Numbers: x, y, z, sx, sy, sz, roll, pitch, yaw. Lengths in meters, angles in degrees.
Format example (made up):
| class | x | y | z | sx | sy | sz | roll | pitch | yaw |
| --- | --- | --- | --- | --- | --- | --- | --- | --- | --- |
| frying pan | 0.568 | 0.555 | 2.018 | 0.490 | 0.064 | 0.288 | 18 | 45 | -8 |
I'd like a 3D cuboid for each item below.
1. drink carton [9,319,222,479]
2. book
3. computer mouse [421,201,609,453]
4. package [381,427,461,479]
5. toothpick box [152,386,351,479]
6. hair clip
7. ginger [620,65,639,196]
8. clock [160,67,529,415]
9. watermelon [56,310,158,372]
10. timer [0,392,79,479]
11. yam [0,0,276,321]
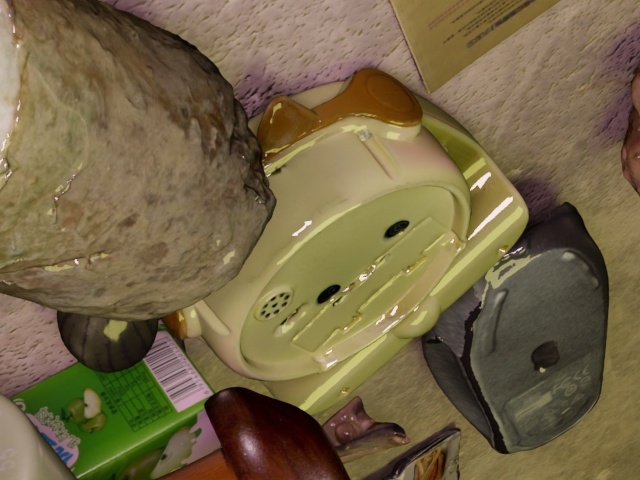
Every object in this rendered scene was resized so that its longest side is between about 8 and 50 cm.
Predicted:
| class | x | y | z | sx | sy | sz | roll | pitch | yaw |
| --- | --- | --- | --- | --- | --- | --- | --- | --- | --- |
| drink carton | -0.209 | 0.194 | 1.497 | 0.271 | 0.108 | 0.161 | -27 | 148 | -17 |
| book | 0.133 | -0.208 | 1.381 | 0.168 | 0.013 | 0.192 | -36 | 153 | -3 |
| computer mouse | 0.199 | 0.084 | 1.802 | 0.203 | 0.114 | 0.374 | -29 | 144 | -11 |
| package | 0.100 | 0.308 | 2.118 | 0.173 | 0.027 | 0.171 | -33 | 152 | -16 |
| toothpick box | -0.111 | 0.245 | 1.383 | 0.294 | 0.192 | 0.192 | -29 | 152 | -5 |
| hair clip | -0.051 | 0.247 | 1.802 | 0.300 | 0.069 | 0.173 | -31 | 152 | 9 |
| ginger | 0.387 | -0.130 | 1.676 | 0.244 | 0.155 | 0.304 | -32 | 161 | -25 |
| clock | 0.000 | 0.000 | 1.432 | 0.286 | 0.117 | 0.348 | -43 | 152 | 9 |
| watermelon | -0.167 | 0.063 | 1.380 | 0.078 | 0.078 | 0.111 | -32 | 153 | -10 |
| timer | -0.323 | 0.157 | 1.192 | 0.291 | 0.291 | 0.315 | -29 | 129 | -16 |
| yam | -0.169 | -0.058 | 1.072 | 0.195 | 0.195 | 0.300 | -46 | 151 | 16 |
